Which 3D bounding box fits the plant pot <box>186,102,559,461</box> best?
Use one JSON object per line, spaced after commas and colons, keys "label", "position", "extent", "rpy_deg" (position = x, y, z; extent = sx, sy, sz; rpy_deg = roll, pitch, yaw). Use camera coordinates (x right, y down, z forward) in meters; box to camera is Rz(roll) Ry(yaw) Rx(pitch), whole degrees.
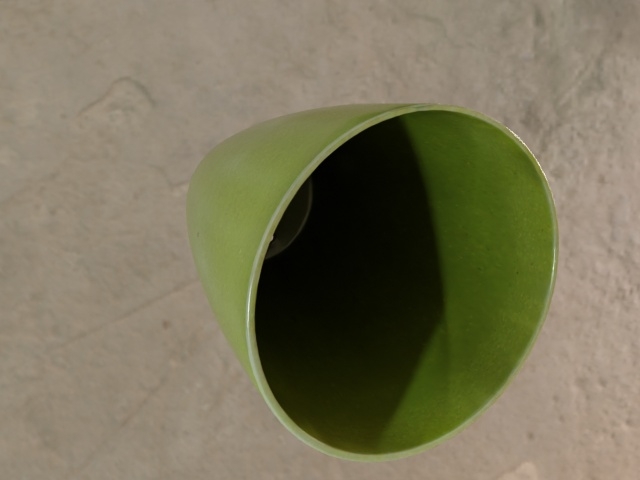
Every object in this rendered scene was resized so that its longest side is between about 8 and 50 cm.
{"label": "plant pot", "position": [0.000, 0.000, 0.812], "extent": [0.275, 0.293, 0.274], "rpy_deg": [-9, 109, -28]}
